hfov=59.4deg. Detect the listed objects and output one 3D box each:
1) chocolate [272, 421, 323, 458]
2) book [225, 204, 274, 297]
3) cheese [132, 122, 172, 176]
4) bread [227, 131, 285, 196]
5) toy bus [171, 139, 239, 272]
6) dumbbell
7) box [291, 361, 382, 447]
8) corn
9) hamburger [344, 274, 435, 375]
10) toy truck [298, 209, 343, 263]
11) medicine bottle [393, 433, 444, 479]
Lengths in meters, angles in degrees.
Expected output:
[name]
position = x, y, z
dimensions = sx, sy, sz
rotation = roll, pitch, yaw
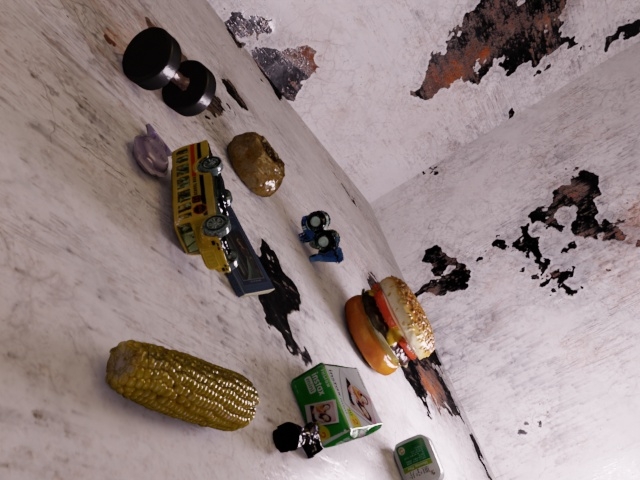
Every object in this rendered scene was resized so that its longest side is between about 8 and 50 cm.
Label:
[chocolate]
position = -0.041, 0.401, 1.141
dimensions = 0.070, 0.072, 0.147
rotation = 20, -14, 25
[book]
position = -0.217, 0.015, 1.396
dimensions = 0.269, 0.025, 0.191
rotation = 61, 14, 10
[cheese]
position = -0.373, -0.197, 1.255
dimensions = 0.105, 0.042, 0.191
rotation = 54, 13, -24
[bread]
position = -0.203, -0.257, 1.838
dimensions = 0.230, 0.123, 0.230
rotation = 52, 18, -24
[toy bus]
position = -0.255, -0.076, 1.215
dimensions = 0.121, 0.123, 0.335
rotation = 81, -5, -46
[dumbbell]
position = -0.391, -0.437, 1.473
dimensions = 0.152, 0.152, 0.218
rotation = 64, 14, 22
[box]
position = 0.042, 0.394, 1.345
dimensions = 0.180, 0.103, 0.250
rotation = 64, 14, 23
[corn]
position = -0.191, 0.230, 0.862
dimensions = 0.310, 0.101, 0.101
rotation = 44, 20, -52
[hamburger]
position = 0.253, 0.296, 2.000
dimensions = 0.330, 0.250, 0.330
rotation = 54, 15, -21
[toy truck]
position = 0.000, 0.000, 2.003
dimensions = 0.208, 0.126, 0.113
rotation = 63, 13, 2
[medicine bottle]
position = 0.294, 0.666, 1.626
dimensions = 0.069, 0.119, 0.183
rotation = 44, 22, -56
